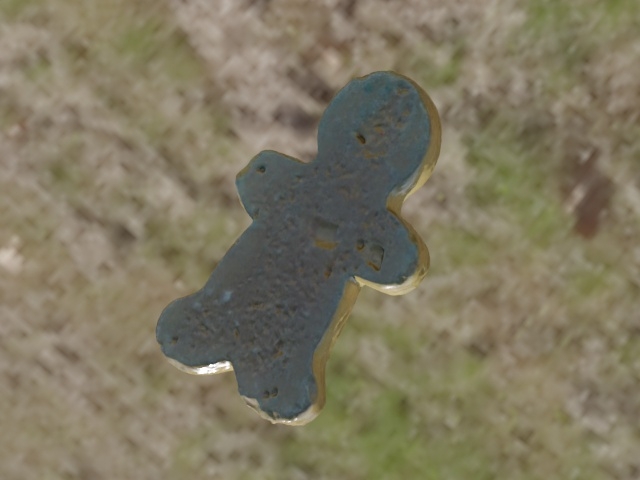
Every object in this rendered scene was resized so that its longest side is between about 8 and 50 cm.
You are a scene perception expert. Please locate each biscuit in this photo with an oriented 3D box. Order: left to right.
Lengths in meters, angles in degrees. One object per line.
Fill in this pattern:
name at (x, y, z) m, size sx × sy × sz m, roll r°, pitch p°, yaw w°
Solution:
biscuit at (0.000, 0.000, 1.184) m, size 0.153 × 0.234 × 0.030 m, roll 29°, pitch 180°, yaw 30°
